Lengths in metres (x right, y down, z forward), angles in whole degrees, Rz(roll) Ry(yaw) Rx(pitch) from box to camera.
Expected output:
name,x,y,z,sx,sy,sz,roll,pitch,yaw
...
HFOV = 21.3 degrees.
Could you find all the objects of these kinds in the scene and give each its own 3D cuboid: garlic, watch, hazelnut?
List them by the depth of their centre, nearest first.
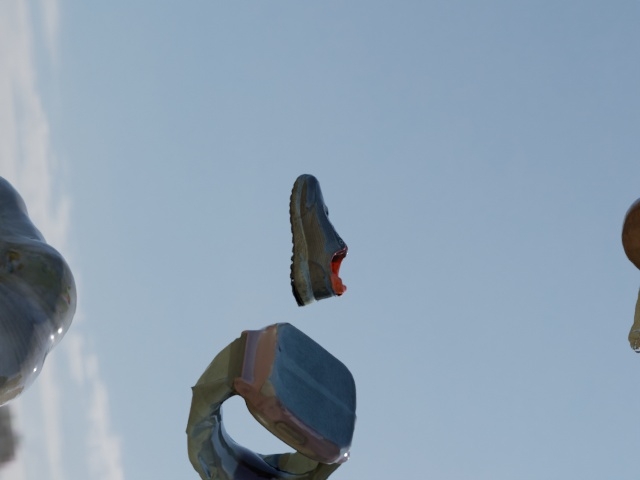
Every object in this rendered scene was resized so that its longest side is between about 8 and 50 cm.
name,x,y,z,sx,sy,sz,roll,pitch,yaw
garlic,-0.302,0.040,1.276,0.152,0.228,0.228,124,-42,-56
hazelnut,0.295,-0.007,1.428,0.086,0.086,0.086,173,-90,-76
watch,-0.080,0.252,2.343,0.241,0.253,0.162,-29,-146,33

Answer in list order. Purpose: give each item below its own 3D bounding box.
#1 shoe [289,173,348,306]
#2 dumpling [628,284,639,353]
name,x,y,z,sx,sy,sz,roll,pitch,yaw
shoe,0.000,-0.002,2.370,0.074,0.077,0.194,61,27,-64
dumpling,0.460,0.061,1.920,0.193,0.258,0.147,-19,-85,44
